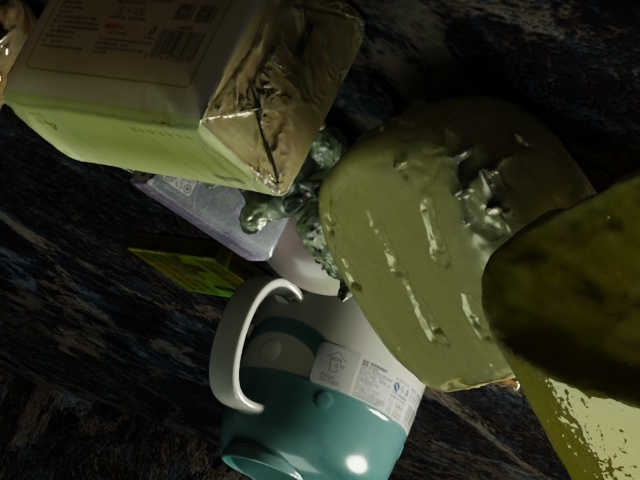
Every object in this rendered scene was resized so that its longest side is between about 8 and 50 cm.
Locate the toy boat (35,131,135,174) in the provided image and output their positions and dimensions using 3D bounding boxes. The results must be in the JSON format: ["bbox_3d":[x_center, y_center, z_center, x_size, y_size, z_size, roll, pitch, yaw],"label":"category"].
[{"bbox_3d":[-0.207,-0.096,1.717,0.210,0.052,0.104,23,167,-11],"label":"toy boat"}]

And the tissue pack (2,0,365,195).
[{"bbox_3d":[-0.105,-0.136,1.243,0.234,0.159,0.125,10,159,41],"label":"tissue pack"}]

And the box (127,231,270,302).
[{"bbox_3d":[-0.149,0.035,2.101,0.193,0.030,0.121,5,155,49],"label":"box"}]

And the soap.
[{"bbox_3d":[0.322,0.133,1.122,0.427,0.306,0.115,52,-163,-14],"label":"soap"}]

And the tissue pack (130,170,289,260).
[{"bbox_3d":[-0.091,-0.063,1.542,0.156,0.112,0.051,35,162,-31],"label":"tissue pack"}]

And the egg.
[{"bbox_3d":[0.000,0.000,1.628,0.135,0.103,0.103,23,164,9],"label":"egg"}]

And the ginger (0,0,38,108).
[{"bbox_3d":[-0.443,-0.198,1.556,0.375,0.176,0.256,24,147,7],"label":"ginger"}]

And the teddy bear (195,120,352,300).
[{"bbox_3d":[-0.015,-0.050,1.468,0.133,0.111,0.213,-37,104,30],"label":"teddy bear"}]

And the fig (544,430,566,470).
[{"bbox_3d":[0.270,0.120,1.346,0.181,0.181,0.191,19,151,21],"label":"fig"}]

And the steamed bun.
[{"bbox_3d":[0.130,-0.009,1.281,0.232,0.166,0.273,59,152,-2],"label":"steamed bun"}]

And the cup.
[{"bbox_3d":[-0.012,0.159,1.899,0.219,0.257,0.290,2,153,43],"label":"cup"}]

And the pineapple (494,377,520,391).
[{"bbox_3d":[0.175,0.065,1.498,0.166,0.166,0.193,16,173,29],"label":"pineapple"}]
